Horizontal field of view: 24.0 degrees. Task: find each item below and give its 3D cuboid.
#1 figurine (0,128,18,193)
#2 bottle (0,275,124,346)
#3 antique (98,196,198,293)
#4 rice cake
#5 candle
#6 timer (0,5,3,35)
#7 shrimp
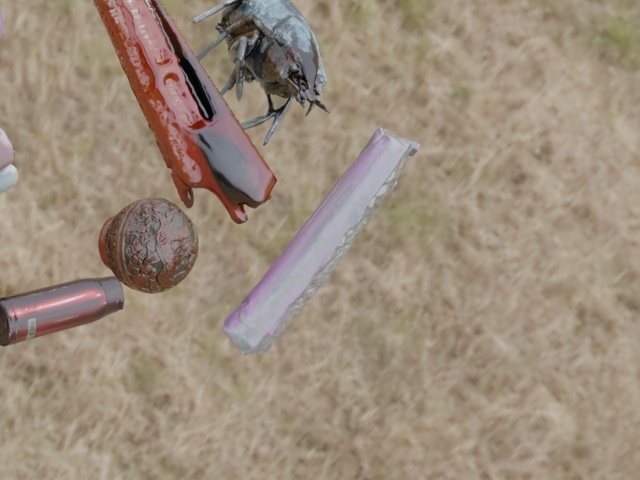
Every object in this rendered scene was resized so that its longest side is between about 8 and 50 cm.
[{"bbox_3d":[-0.471,-0.005,1.759,0.284,0.206,0.316,24,59,15],"label":"figurine"},{"bbox_3d":[-0.304,0.077,1.753,0.164,0.060,0.060,-14,66,-39],"label":"bottle"},{"bbox_3d":[-0.171,0.005,1.544,0.104,0.104,0.104,14,53,-19],"label":"antique"},{"bbox_3d":[0.000,0.000,1.485,0.055,0.049,0.270,40,92,19],"label":"rice cake"},{"bbox_3d":[-0.136,-0.150,1.333,0.084,0.059,0.302,-28,93,-3],"label":"candle"},{"bbox_3d":[-0.488,-0.281,1.772,0.208,0.191,0.069,-17,25,-6],"label":"timer"},{"bbox_3d":[-0.090,-0.288,2.112,0.221,0.166,0.410,13,44,-34],"label":"shrimp"}]
